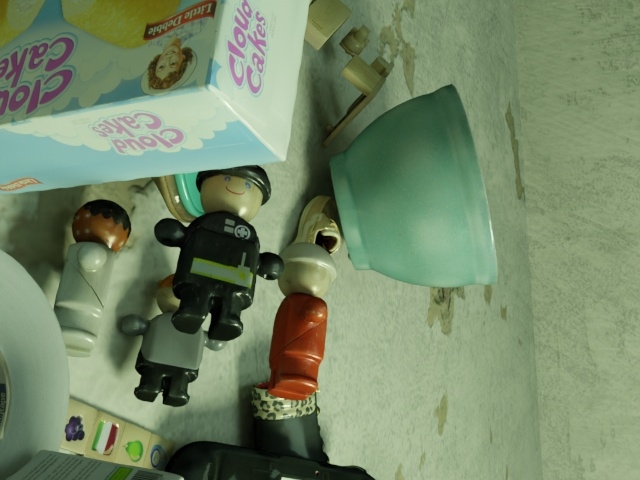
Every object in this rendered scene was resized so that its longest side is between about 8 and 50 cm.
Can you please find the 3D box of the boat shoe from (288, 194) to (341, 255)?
[{"bbox_3d":[0.000,0.000,0.975,0.063,0.059,0.170,63,35,-37],"label":"boat shoe"}]

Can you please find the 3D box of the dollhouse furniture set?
[{"bbox_3d":[0.010,-0.257,1.061,0.151,0.123,0.144,40,41,-8],"label":"dollhouse furniture set"}]

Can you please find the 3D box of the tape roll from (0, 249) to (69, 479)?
[{"bbox_3d":[-0.264,0.103,0.438,0.219,0.072,0.219,16,72,-62],"label":"tape roll"}]

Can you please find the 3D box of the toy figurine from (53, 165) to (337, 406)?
[{"bbox_3d":[-0.105,0.042,0.606,0.213,0.210,0.148,48,40,-49],"label":"toy figurine"}]

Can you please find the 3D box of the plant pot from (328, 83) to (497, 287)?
[{"bbox_3d":[0.125,-0.059,1.029,0.293,0.196,0.293,-13,90,-83],"label":"plant pot"}]

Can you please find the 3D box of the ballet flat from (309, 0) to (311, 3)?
[{"bbox_3d":[-0.045,-0.359,0.907,0.248,0.086,0.086,-4,90,-63],"label":"ballet flat"}]

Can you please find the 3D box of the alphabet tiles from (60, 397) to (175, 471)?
[{"bbox_3d":[-0.212,0.263,0.591,0.198,0.009,0.237,48,46,-51],"label":"alphabet tiles"}]

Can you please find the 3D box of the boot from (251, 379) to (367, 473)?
[{"bbox_3d":[-0.008,0.261,0.892,0.236,0.085,0.178,5,84,-55],"label":"boot"}]

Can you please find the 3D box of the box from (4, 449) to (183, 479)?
[{"bbox_3d":[-0.159,0.254,0.435,0.114,0.103,0.203,-47,145,-81],"label":"box"}]

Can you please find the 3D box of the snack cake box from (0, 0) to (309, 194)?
[{"bbox_3d":[-0.145,-0.125,0.484,0.089,0.264,0.152,40,52,-54],"label":"snack cake box"}]

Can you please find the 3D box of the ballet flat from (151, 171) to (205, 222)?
[{"bbox_3d":[-0.147,-0.187,0.621,0.116,0.124,0.342,-43,140,-59],"label":"ballet flat"}]

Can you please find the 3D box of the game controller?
[{"bbox_3d":[-0.041,0.318,0.762,0.319,0.067,0.166,26,55,-39],"label":"game controller"}]
